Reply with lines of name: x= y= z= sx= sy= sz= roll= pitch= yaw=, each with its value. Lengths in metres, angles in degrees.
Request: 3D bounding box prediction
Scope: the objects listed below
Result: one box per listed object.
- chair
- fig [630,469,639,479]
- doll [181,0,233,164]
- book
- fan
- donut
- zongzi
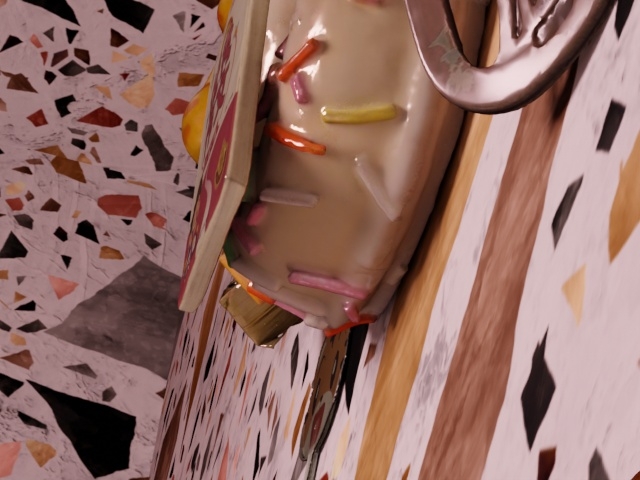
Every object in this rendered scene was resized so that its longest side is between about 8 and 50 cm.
chair: x=0.036 y=-0.242 z=1.097 sx=0.175 sy=0.183 sz=0.326 roll=-54 pitch=34 yaw=40
fig: x=0.134 y=0.072 z=0.510 sx=0.125 sy=0.089 sz=0.089 roll=-48 pitch=19 yaw=23
doll: x=-0.043 y=-0.175 z=2.033 sx=0.162 sy=0.166 sz=0.270 roll=174 pitch=112 yaw=-81
book: x=-0.069 y=-0.084 z=1.434 sx=0.162 sy=0.022 sz=0.232 roll=116 pitch=163 yaw=-51
fan: x=-0.002 y=0.157 z=1.641 sx=0.152 sy=0.008 sz=0.227 roll=120 pitch=164 yaw=-62
donut: x=0.015 y=-0.119 z=1.494 sx=0.382 sy=0.142 sz=0.383 roll=-167 pitch=90 yaw=-82
zongzi: x=0.000 y=0.000 z=1.750 sx=0.176 sy=0.078 sz=0.160 roll=-45 pitch=8 yaw=24
